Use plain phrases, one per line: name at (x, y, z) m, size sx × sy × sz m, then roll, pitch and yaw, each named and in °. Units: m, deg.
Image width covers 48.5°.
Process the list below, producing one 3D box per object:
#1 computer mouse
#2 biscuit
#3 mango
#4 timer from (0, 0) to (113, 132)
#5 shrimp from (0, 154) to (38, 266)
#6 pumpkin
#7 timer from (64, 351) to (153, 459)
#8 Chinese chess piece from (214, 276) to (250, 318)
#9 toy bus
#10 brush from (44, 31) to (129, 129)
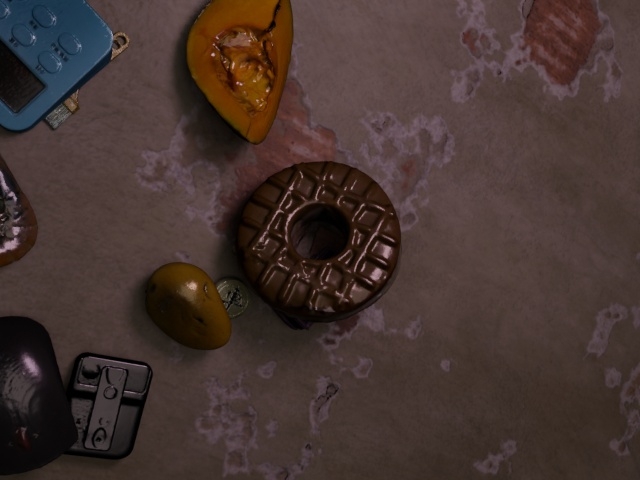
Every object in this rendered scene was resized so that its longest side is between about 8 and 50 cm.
computer mouse at (-0.529, 0.265, 1.218) m, size 0.170 × 0.100 × 0.269 m, roll -18°, pitch 92°, yaw -12°
biscuit at (0.000, 0.000, 1.379) m, size 0.332 × 0.103 × 0.332 m, roll 1°, pitch 70°, yaw -3°
mango at (-0.245, 0.129, 1.339) m, size 0.137 × 0.098 × 0.195 m, roll -42°, pitch 101°, yaw 12°
timer at (-0.509, -0.337, 1.205) m, size 0.250 × 0.091 × 0.232 m, roll -46°, pitch 105°, yaw -10°
shrimp at (-0.592, -0.072, 1.180) m, size 0.198 × 0.051 × 0.262 m, roll -31°, pitch 104°, yaw -47°
pumpkin at (-0.158, -0.331, 1.363) m, size 0.169 × 0.148 × 0.312 m, roll 10°, pitch 80°, yaw 14°
timer at (-0.401, 0.311, 1.319) m, size 0.144 × 0.055 × 0.187 m, roll 15°, pitch 88°, yaw -24°
Chinese chess piece at (-0.181, 0.115, 1.413) m, size 0.084 × 0.034 × 0.084 m, roll -1°, pitch 93°, yaw -24°
toy bus at (-0.011, 0.099, 1.451) m, size 0.178 × 0.098 × 0.087 m, roll -46°, pitch 110°, yaw -14°
brush at (-0.429, -0.302, 1.288) m, size 0.218 × 0.010 × 0.082 m, roll -46°, pitch 109°, yaw -14°
